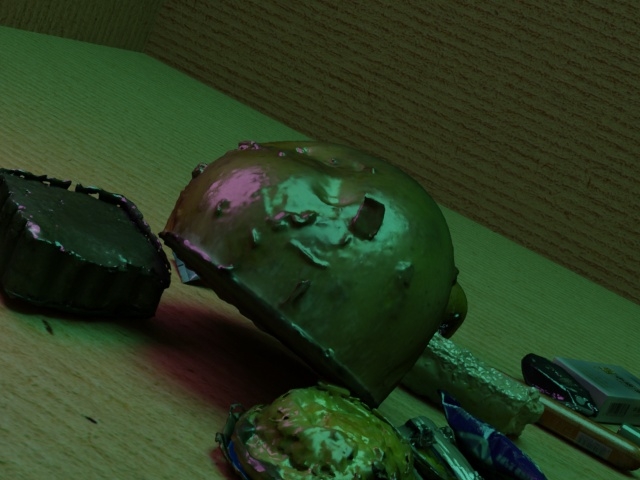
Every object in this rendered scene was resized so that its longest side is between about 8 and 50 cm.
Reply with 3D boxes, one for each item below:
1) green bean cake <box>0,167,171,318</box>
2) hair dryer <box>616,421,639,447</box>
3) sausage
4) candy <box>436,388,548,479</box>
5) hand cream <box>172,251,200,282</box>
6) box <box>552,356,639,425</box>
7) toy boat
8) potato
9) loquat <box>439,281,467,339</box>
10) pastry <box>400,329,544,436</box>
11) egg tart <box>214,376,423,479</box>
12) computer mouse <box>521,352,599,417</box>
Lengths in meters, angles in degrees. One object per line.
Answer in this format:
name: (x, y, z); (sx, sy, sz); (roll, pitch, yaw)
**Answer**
green bean cake: (-0.364, 0.012, 1.468); (0.241, 0.132, 0.255); (17, 19, -41)
hair dryer: (0.606, 0.382, 1.907); (0.071, 0.047, 0.150); (32, 5, 23)
sausage: (0.426, 0.319, 1.790); (0.348, 0.053, 0.053); (28, 14, 17)
candy: (0.261, 0.317, 1.423); (0.275, 0.070, 0.145); (40, -11, 44)
hand cream: (-0.105, 0.016, 1.792); (0.312, 0.070, 0.111); (-14, 33, -9)
box: (0.596, 0.314, 2.064); (0.243, 0.067, 0.155); (12, 20, -40)
toy boat: (0.182, 0.320, 1.370); (0.084, 0.066, 0.210); (15, 25, -46)
potato: (0.000, 0.000, 1.466); (0.442, 0.319, 0.385); (33, -13, 26)
loquat: (0.193, 0.125, 1.938); (0.172, 0.149, 0.204); (9, 8, -34)
pastry: (0.245, 0.245, 1.671); (0.258, 0.121, 0.089); (34, 41, 12)
egg tart: (0.013, 0.254, 1.231); (0.291, 0.107, 0.291); (23, 13, -6)
computer mouse: (0.455, 0.290, 1.936); (0.106, 0.062, 0.192); (12, 24, -43)
